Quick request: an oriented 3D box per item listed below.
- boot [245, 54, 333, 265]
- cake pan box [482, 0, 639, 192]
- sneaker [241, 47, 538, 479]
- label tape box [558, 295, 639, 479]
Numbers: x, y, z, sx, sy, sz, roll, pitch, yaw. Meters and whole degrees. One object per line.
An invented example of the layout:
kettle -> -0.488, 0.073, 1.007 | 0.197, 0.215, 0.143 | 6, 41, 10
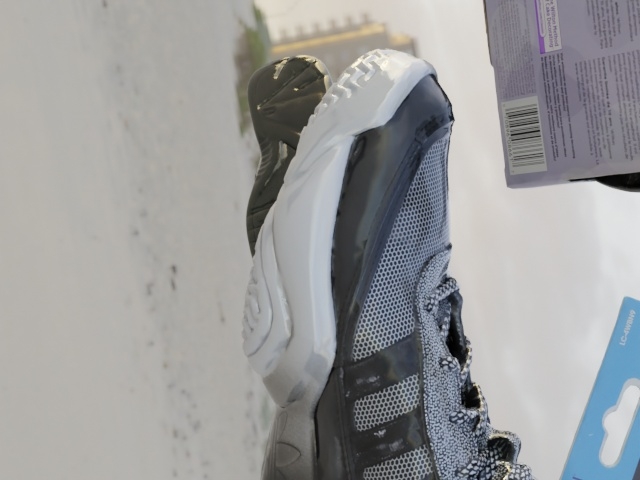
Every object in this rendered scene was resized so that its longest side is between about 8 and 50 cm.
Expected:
boot -> 0.002, -0.001, 0.994 | 0.179, 0.085, 0.236 | 74, 7, -50
cake pan box -> 0.217, -0.165, 0.917 | 0.245, 0.070, 0.267 | -7, -90, 58
sneaker -> 0.052, 0.073, 0.476 | 0.101, 0.153, 0.269 | -18, 119, -70
label tape box -> 0.400, 0.222, 1.387 | 0.115, 0.347, 0.249 | -170, -80, -75
